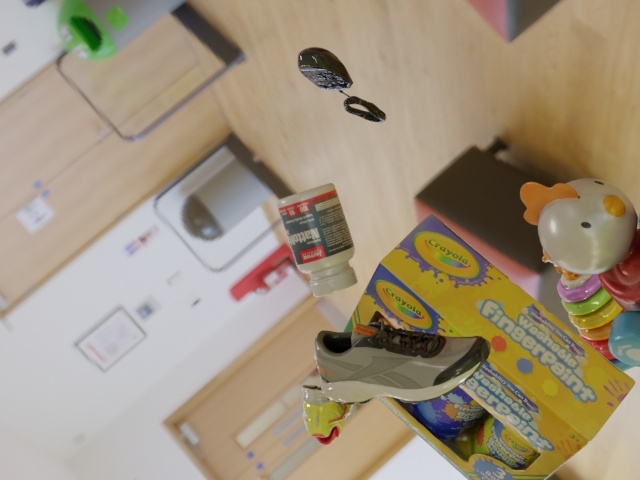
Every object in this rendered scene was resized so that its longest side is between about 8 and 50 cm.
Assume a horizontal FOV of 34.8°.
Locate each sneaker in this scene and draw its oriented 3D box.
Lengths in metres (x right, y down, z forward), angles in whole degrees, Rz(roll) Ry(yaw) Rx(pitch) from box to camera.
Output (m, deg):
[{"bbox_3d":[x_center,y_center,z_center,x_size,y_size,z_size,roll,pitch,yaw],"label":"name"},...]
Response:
[{"bbox_3d":[0.106,0.163,1.432,0.271,0.100,0.108,-10,112,29],"label":"sneaker"},{"bbox_3d":[0.008,0.287,1.671,0.208,0.081,0.094,38,-130,-72],"label":"sneaker"}]

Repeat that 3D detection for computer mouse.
[{"bbox_3d":[0.040,-0.246,1.605,0.071,0.041,0.242,4,165,31],"label":"computer mouse"}]

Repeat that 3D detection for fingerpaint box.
[{"bbox_3d":[0.264,0.229,1.812,0.445,0.163,0.371,41,147,12],"label":"fingerpaint box"}]

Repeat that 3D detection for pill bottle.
[{"bbox_3d":[0.000,0.000,1.767,0.108,0.108,0.180,179,72,-78],"label":"pill bottle"}]

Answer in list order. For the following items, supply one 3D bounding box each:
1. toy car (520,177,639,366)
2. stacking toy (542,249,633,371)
[{"bbox_3d":[0.344,-0.012,1.172,0.238,0.219,0.210,25,153,-6],"label":"toy car"},{"bbox_3d":[0.521,0.100,1.967,0.302,0.175,0.166,46,-156,-22],"label":"stacking toy"}]
